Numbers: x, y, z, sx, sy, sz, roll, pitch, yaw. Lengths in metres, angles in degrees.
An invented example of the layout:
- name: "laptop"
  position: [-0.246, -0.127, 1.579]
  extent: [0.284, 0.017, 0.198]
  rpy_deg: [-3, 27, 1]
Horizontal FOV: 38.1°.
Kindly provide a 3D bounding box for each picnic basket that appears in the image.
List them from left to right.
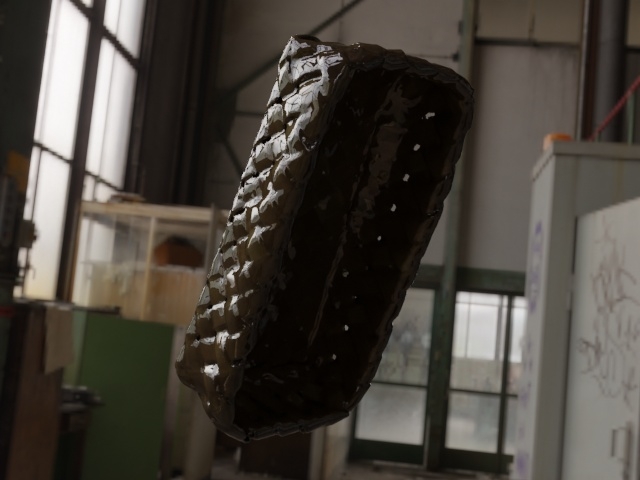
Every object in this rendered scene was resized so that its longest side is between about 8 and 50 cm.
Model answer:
- name: "picnic basket"
  position: [0.000, 0.000, 0.439]
  extent: [0.110, 0.193, 0.055]
  rpy_deg: [3, 22, -47]
